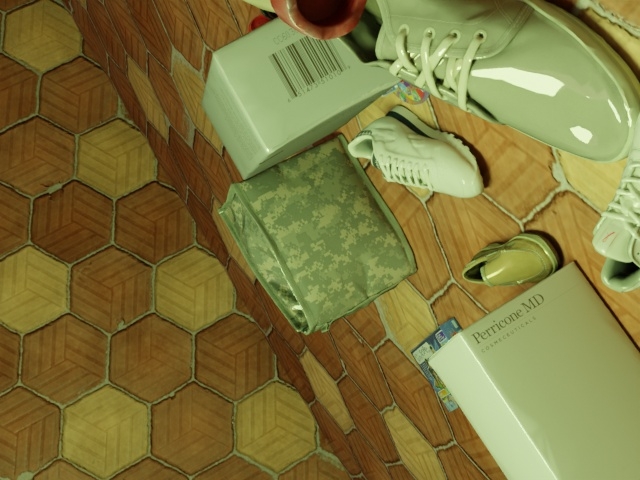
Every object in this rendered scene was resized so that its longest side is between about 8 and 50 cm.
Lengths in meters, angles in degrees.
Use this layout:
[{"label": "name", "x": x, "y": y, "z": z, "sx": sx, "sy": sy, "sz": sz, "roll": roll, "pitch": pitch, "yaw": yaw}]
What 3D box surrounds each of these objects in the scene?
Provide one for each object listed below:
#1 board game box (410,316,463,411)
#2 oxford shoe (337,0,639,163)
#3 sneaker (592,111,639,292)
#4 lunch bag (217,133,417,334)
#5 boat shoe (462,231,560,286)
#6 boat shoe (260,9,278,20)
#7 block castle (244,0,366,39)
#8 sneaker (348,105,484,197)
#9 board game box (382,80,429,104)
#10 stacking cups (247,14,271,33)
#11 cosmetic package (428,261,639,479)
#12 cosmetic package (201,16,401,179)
[{"label": "board game box", "x": 0.231, "y": 0.223, "z": 1.709, "sx": 0.136, "sy": 0.035, "sz": 0.201, "roll": 57, "pitch": 162, "yaw": 10}, {"label": "oxford shoe", "x": 0.151, "y": -0.206, "z": 1.061, "sx": 0.449, "sy": 0.130, "sz": 0.169, "roll": 39, "pitch": 147, "yaw": 28}, {"label": "sneaker", "x": 0.317, "y": -0.030, "z": 0.934, "sx": 0.090, "sy": 0.115, "sz": 0.232, "roll": 43, "pitch": 155, "yaw": 44}, {"label": "lunch bag", "x": 0.000, "y": 0.000, "z": 1.672, "sx": 0.287, "sy": 0.235, "sz": 0.169, "roll": 59, "pitch": 157, "yaw": 9}, {"label": "boat shoe", "x": 0.250, "y": 0.038, "z": 1.302, "sx": 0.068, "sy": 0.072, "sz": 0.190, "roll": 61, "pitch": 162, "yaw": 0}, {"label": "boat shoe", "x": -0.019, "y": -0.361, "z": 1.431, "sx": 0.233, "sy": 0.079, "sz": 0.084, "roll": 16, "pitch": 131, "yaw": 64}, {"label": "block castle", "x": 0.015, "y": -0.437, "z": 0.838, "sx": 0.213, "sy": 0.303, "sz": 0.453, "roll": 30, "pitch": 146, "yaw": 57}, {"label": "sneaker", "x": 0.136, "y": -0.108, "z": 1.362, "sx": 0.235, "sy": 0.095, "sz": 0.090, "roll": 37, "pitch": 149, "yaw": 50}, {"label": "board game box", "x": 0.092, "y": -0.260, "z": 1.348, "sx": 0.169, "sy": 0.033, "sz": 0.133, "roll": 64, "pitch": 163, "yaw": -11}, {"label": "stacking cups", "x": -0.114, "y": -0.298, "z": 1.778, "sx": 0.096, "sy": 0.096, "sz": 0.316, "roll": 54, "pitch": 160, "yaw": 20}, {"label": "cosmetic package", "x": 0.324, "y": 0.238, "z": 1.206, "sx": 0.365, "sy": 0.197, "sz": 0.155, "roll": 56, "pitch": 162, "yaw": 12}, {"label": "cosmetic package", "x": -0.044, "y": -0.216, "z": 1.416, "sx": 0.156, "sy": 0.217, "sz": 0.385, "roll": 61, "pitch": 173, "yaw": -2}]
